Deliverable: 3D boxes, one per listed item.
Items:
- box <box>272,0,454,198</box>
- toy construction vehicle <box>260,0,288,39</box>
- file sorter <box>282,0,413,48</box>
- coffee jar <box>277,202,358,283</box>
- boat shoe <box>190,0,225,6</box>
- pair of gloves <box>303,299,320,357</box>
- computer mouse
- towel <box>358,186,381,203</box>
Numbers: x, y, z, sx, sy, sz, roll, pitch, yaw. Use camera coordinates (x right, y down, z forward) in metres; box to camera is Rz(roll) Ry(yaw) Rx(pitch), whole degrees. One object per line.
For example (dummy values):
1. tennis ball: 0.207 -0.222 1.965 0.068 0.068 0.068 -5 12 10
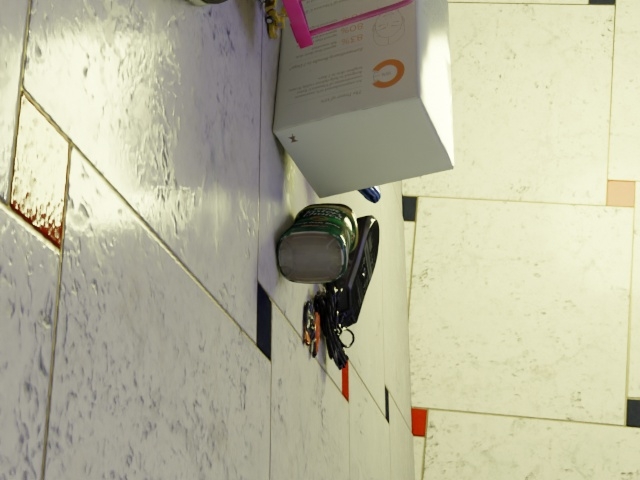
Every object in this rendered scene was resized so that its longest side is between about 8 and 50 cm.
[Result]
1. box: 0.069 -0.263 1.609 0.168 0.215 0.345 54 31 -48
2. toy construction vehicle: -0.059 -0.334 1.499 0.086 0.035 0.098 -84 166 -46
3. file sorter: 0.006 -0.422 1.318 0.290 0.182 0.202 65 9 -59
4. coffee jar: 0.000 0.000 1.540 0.184 0.096 0.079 -62 149 -74
5. boat shoe: -0.096 -0.290 1.085 0.305 0.091 0.109 -60 146 -73
6. pair of gloves: -0.014 0.135 1.664 0.083 0.010 0.074 65 25 -59
7. computer mouse: 0.035 0.062 1.837 0.188 0.072 0.272 80 24 -45
8. towel: 0.045 -0.255 1.861 0.243 0.040 0.336 40 44 -50
